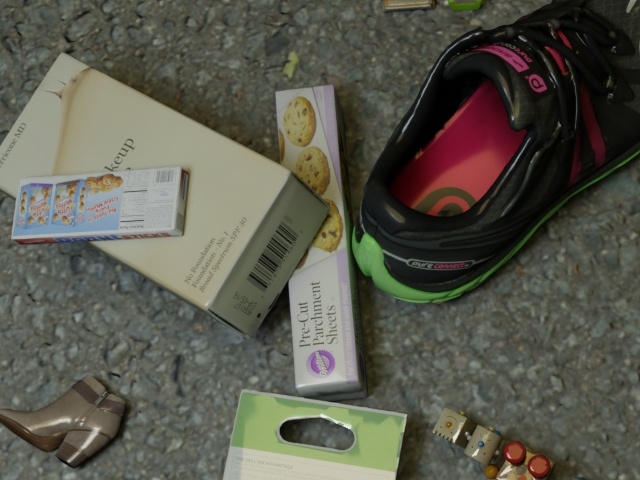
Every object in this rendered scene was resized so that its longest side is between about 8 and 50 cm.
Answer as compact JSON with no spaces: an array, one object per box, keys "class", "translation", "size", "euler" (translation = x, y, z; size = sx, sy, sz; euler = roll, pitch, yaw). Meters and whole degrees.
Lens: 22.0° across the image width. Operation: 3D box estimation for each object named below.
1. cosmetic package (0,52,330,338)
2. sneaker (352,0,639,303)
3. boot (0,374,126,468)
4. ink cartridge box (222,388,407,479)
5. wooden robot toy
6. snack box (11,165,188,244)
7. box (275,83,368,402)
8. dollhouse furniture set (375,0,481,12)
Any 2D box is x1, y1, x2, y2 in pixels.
[{"class":"cosmetic package","translation":[-0.164,-0.047,1.633],"size":[0.309,0.113,0.160],"euler":[27,83,28]},{"class":"sneaker","translation":[0.220,-0.139,1.596],"size":[0.185,0.202,0.483],"euler":[37,79,19]},{"class":"boot","translation":[-0.255,0.171,1.642],"size":[0.118,0.042,0.087],"euler":[29,70,17]},{"class":"ink cartridge box","translation":[-0.017,0.270,1.554],"size":[0.171,0.056,0.235],"euler":[8,67,11]},{"class":"wooden robot toy","translation":[0.174,0.226,1.537],"size":[0.173,0.076,0.079],"euler":[27,86,18]},{"class":"snack box","translation":[-0.212,-0.033,1.571],"size":[0.178,0.022,0.064],"euler":[-3,72,22]},{"class":"box","translation":[0.000,0.000,1.652],"size":[0.067,0.063,0.324],"euler":[-7,68,8]},{"class":"dollhouse furniture set","translation":[0.132,-0.289,1.746],"size":[0.152,0.058,0.076],"euler":[-2,68,8]}]
